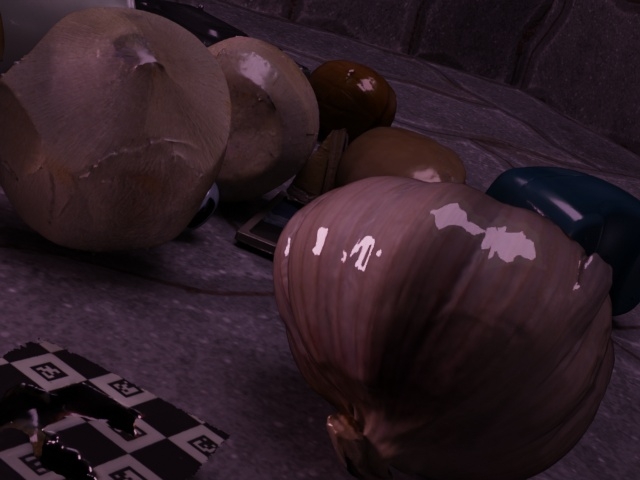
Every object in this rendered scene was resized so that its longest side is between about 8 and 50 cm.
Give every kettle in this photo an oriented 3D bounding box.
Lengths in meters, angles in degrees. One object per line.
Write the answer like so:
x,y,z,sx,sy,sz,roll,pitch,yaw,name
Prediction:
-0.480,-0.330,1.589,0.318,0.265,0.205,7,58,-37,kettle

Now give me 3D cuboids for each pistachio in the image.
0.110,-0.069,1.417,0.181,0.162,0.293,-19,21,-3,pistachio

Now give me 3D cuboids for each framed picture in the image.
0.000,0.000,1.411,0.189,0.023,0.260,22,17,5,framed picture

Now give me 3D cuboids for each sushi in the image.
-0.198,0.158,0.699,0.192,0.043,0.279,25,18,10,sushi

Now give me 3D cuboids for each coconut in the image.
-0.218,-0.118,1.082,0.245,0.247,0.245,8,58,-13,coconut
-0.116,-0.168,1.439,0.227,0.227,0.230,21,14,-1,coconut

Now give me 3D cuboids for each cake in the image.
-0.001,-0.109,1.497,0.065,0.121,0.052,20,8,28,cake

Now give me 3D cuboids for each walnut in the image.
0.052,-0.267,2.008,0.167,0.167,0.207,5,22,-42,walnut

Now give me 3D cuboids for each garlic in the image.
0.095,0.072,0.909,0.322,0.322,0.241,27,38,17,garlic

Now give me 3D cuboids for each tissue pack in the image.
0.353,-0.005,1.531,0.287,0.198,0.206,2,28,-41,tissue pack

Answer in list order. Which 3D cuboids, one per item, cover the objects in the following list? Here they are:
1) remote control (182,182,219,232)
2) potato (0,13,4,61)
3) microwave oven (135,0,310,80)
-0.211,-0.084,1.318,0.244,0.087,0.047,39,-15,42,remote control
-0.528,-0.302,1.306,0.299,0.239,0.116,-4,-14,-41,potato
-0.202,-0.280,1.722,0.295,0.181,0.237,33,20,31,microwave oven
